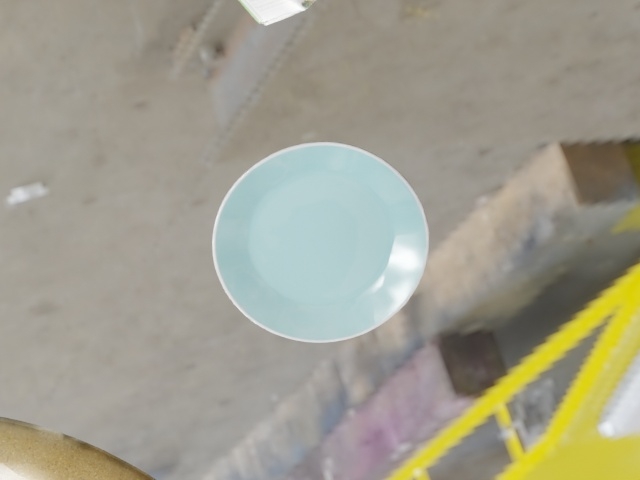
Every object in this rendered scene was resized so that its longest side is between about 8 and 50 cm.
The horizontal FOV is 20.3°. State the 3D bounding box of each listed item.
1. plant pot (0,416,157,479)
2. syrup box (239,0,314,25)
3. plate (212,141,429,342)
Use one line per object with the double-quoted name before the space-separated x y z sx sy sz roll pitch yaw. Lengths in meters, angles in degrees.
"plant pot" -0.150 0.178 0.939 0.236 0.032 0.236 11 137 11
"syrup box" -0.069 -0.253 1.100 0.093 0.237 0.096 -46 -167 -13
"plate" 0.000 0.000 1.549 0.188 0.024 0.188 -1 113 -3
